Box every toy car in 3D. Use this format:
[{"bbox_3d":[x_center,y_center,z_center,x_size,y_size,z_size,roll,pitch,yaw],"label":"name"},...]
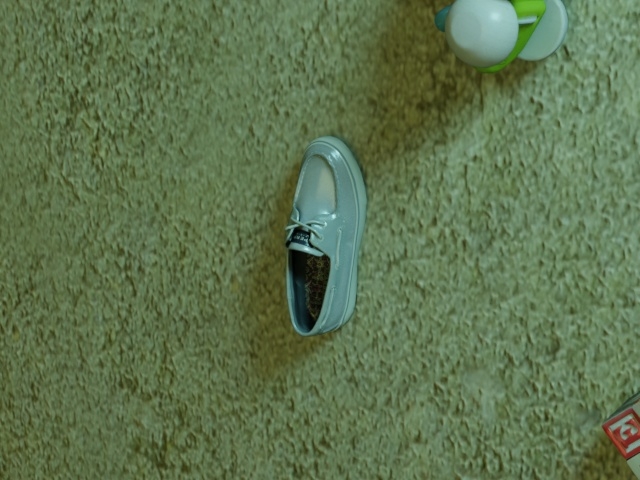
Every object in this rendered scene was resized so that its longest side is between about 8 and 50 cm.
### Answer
[{"bbox_3d":[0.172,-0.257,1.489,0.136,0.159,0.182,34,118,26],"label":"toy car"}]

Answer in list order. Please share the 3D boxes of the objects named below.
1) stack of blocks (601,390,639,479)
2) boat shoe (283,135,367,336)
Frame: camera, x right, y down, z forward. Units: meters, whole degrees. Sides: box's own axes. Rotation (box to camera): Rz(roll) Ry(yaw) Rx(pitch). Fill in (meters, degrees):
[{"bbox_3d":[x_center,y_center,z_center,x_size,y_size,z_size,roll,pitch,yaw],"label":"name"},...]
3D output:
[{"bbox_3d":[0.440,0.250,1.511,0.171,0.087,0.297,-40,82,32],"label":"stack of blocks"},{"bbox_3d":[-0.001,0.000,1.705,0.079,0.081,0.227,9,108,28],"label":"boat shoe"}]
